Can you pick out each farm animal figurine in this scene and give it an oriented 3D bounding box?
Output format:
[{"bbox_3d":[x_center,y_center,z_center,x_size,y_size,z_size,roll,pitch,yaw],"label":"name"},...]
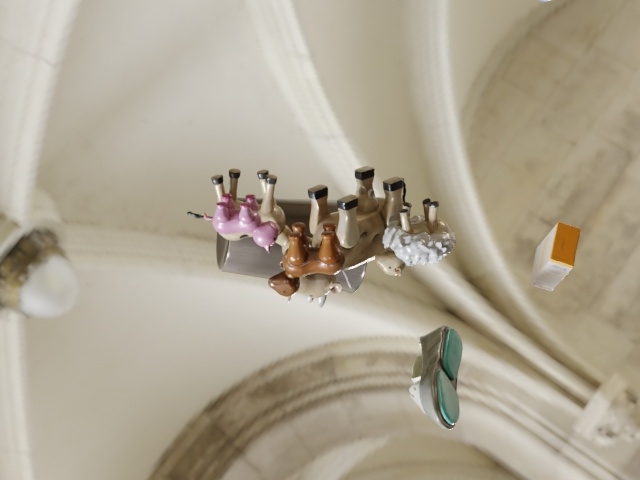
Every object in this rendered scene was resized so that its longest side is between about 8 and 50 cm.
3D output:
[{"bbox_3d":[0.000,0.000,2.049,0.327,0.330,0.172,-14,-63,-20],"label":"farm animal figurine"}]

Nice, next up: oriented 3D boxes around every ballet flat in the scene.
[{"bbox_3d":[0.156,0.197,1.842,0.068,0.072,0.213,-24,24,22],"label":"ballet flat"}]

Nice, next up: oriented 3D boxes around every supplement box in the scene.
[{"bbox_3d":[0.331,0.024,1.880,0.098,0.036,0.062,113,173,-66],"label":"supplement box"}]

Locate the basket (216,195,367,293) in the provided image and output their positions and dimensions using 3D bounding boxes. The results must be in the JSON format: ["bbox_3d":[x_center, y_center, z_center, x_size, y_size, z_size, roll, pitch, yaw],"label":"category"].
[{"bbox_3d":[-0.054,-0.001,2.254,0.204,0.227,0.154,-120,38,-67],"label":"basket"}]
